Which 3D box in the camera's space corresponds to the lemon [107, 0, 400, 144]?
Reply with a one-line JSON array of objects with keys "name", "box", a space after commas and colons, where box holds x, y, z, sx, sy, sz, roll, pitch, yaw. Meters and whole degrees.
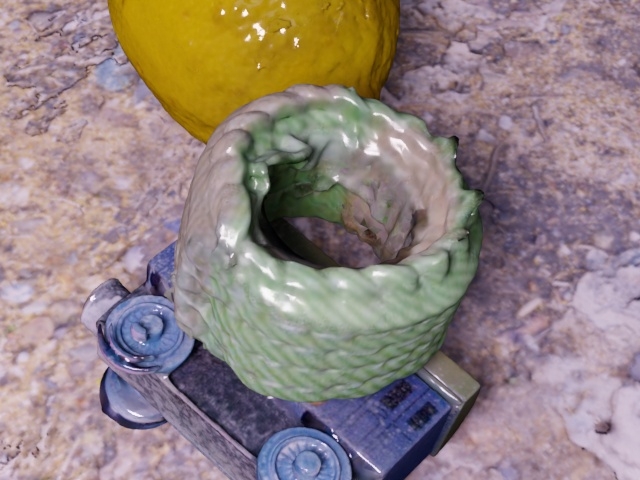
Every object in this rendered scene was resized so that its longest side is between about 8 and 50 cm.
[{"name": "lemon", "box": [-0.057, -0.206, 0.970, 0.245, 0.245, 0.320, -28, 70, -19]}]

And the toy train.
[{"name": "toy train", "box": [-0.038, 0.108, 0.854, 0.300, 0.131, 0.202, 40, 57, 17]}]

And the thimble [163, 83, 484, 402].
[{"name": "thimble", "box": [0.000, 0.000, 0.767, 0.219, 0.150, 0.219, 7, 52, -9]}]
